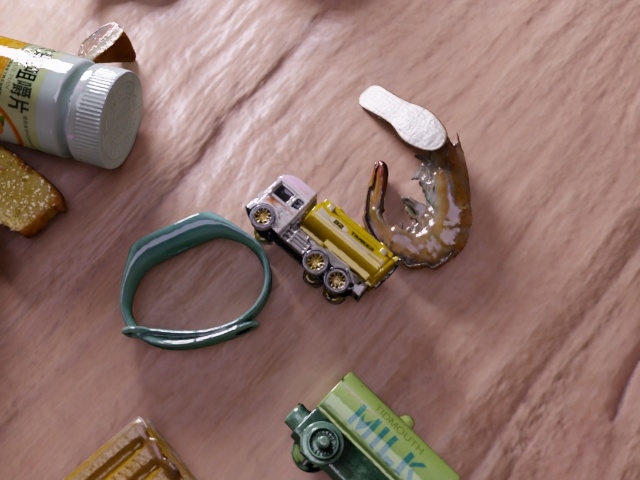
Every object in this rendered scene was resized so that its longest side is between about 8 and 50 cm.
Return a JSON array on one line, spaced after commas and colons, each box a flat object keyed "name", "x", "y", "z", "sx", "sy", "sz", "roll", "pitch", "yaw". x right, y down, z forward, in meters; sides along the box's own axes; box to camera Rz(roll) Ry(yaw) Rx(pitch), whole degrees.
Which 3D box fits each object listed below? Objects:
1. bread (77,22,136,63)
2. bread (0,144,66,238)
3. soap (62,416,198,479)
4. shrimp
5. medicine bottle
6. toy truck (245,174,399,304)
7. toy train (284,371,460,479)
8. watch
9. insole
[{"name": "bread", "x": -0.336, "y": -0.318, "z": 1.164, "sx": 0.043, "sy": 0.109, "sz": 0.062, "roll": 40, "pitch": 122, "yaw": 13}, {"name": "bread", "x": -0.486, "y": -0.080, "z": 1.127, "sx": 0.187, "sy": 0.065, "sz": 0.103, "roll": 32, "pitch": 79, "yaw": 8}, {"name": "soap", "x": -0.290, "y": 0.371, "z": 0.989, "sx": 0.232, "sy": 0.073, "sz": 0.140, "roll": -41, "pitch": 76, "yaw": -9}, {"name": "shrimp", "x": 0.145, "y": -0.074, "z": 1.117, "sx": 0.173, "sy": 0.058, "sz": 0.253, "roll": -12, "pitch": 73, "yaw": 6}, {"name": "medicine bottle", "x": -0.452, "y": -0.224, "z": 1.117, "sx": 0.318, "sy": 0.158, "sz": 0.158, "roll": 15, "pitch": 75, "yaw": 7}, {"name": "toy truck", "x": 0.000, "y": 0.000, "z": 1.075, "sx": 0.227, "sy": 0.098, "sz": 0.114, "roll": 40, "pitch": 77, "yaw": 10}, {"name": "toy train", "x": 0.076, "y": 0.299, "z": 0.995, "sx": 0.253, "sy": 0.105, "sz": 0.157, "roll": 43, "pitch": 65, "yaw": 12}, {"name": "watch", "x": -0.191, "y": 0.067, "z": 1.080, "sx": 0.237, "sy": 0.068, "sz": 0.195, "roll": -23, "pitch": 77, "yaw": -9}, {"name": "insole", "x": 0.128, "y": -0.194, "z": 1.134, "sx": 0.064, "sy": 0.004, "sz": 0.188, "roll": -48, "pitch": 54, "yaw": -2}]
